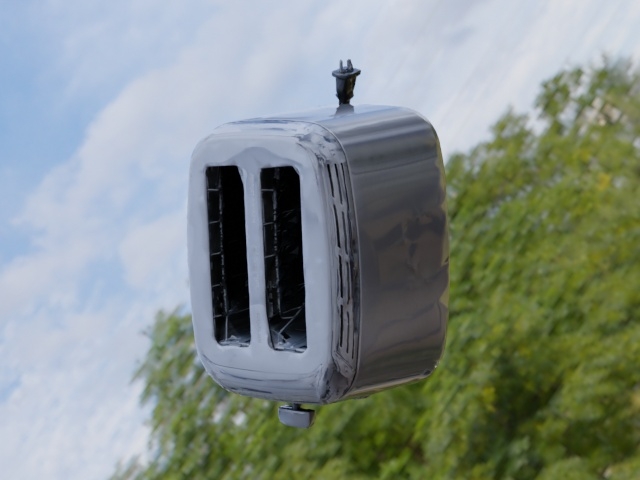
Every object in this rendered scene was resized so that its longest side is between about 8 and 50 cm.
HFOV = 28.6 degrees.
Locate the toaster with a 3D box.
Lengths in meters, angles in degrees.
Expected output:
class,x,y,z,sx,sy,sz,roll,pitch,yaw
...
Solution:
class,x,y,z,sx,sy,sz,roll,pitch,yaw
toaster,0.000,0.000,0.795,0.146,0.129,0.227,-15,-74,-59
